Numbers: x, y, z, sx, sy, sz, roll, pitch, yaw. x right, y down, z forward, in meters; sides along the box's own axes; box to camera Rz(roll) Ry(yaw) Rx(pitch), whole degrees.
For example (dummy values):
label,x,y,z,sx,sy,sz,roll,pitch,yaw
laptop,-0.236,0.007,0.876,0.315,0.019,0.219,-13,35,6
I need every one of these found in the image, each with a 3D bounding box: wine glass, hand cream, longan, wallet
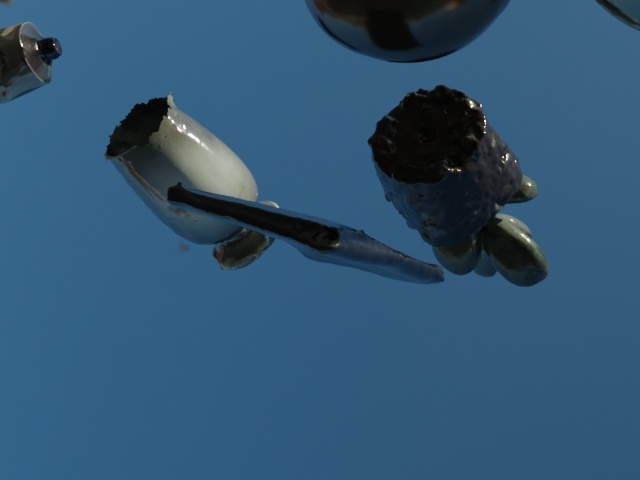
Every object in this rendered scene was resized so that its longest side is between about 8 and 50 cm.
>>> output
label,x,y,z,sx,sy,sz,roll,pitch,yaw
wine glass,-0.137,-0.061,1.266,0.111,0.204,0.111,-29,-146,22
hand cream,-0.321,-0.118,0.949,0.248,0.052,0.075,-19,-97,18
longan,0.067,-0.241,0.955,0.185,0.159,0.204,-35,-116,0
wallet,0.000,0.001,0.935,0.146,0.285,0.030,12,-93,23

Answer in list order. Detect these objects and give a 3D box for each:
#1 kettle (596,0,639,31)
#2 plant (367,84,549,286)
label,x,y,z,sx,sy,sz,roll,pitch,yaw
kettle,0.315,-0.325,0.913,0.265,0.318,0.205,-8,-111,-15
plant,0.164,-0.051,1.308,0.149,0.274,0.146,-37,-135,3
